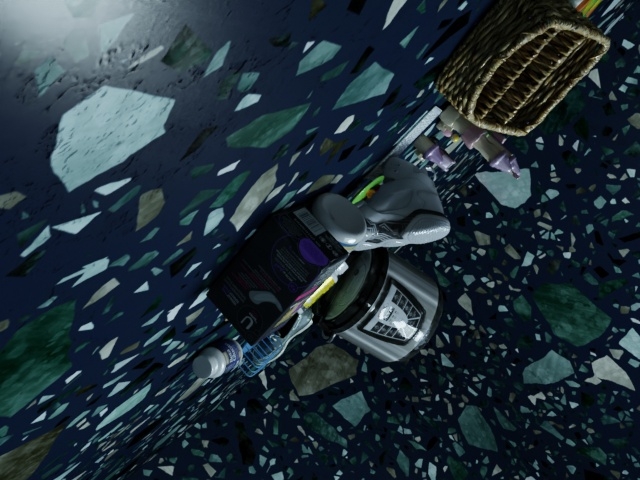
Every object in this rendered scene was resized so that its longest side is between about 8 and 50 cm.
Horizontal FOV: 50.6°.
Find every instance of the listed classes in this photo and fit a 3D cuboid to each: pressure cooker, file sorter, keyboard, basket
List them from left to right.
[{"bbox_3d":[-0.241,0.429,2.598,0.118,0.104,0.170,-31,166,-45],"label":"file sorter"},{"bbox_3d":[0.178,0.208,2.439,0.375,0.420,0.370,-39,-153,41],"label":"pressure cooker"},{"bbox_3d":[0.215,-0.250,1.758,0.256,0.014,0.072,-46,170,17],"label":"keyboard"},{"bbox_3d":[0.423,-0.371,1.446,0.213,0.223,0.299,-31,166,-48],"label":"basket"}]

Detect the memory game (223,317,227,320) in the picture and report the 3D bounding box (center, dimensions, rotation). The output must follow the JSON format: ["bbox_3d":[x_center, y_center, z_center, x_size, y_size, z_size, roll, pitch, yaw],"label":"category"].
[{"bbox_3d":[-0.199,0.163,1.905,0.186,0.012,0.186,-41,170,-8],"label":"memory game"}]

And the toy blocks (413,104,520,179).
[{"bbox_3d":[0.445,-0.259,1.856,0.309,0.260,0.288,-46,173,22],"label":"toy blocks"}]

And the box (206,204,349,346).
[{"bbox_3d":[-0.096,0.076,1.492,0.270,0.165,0.143,-47,170,28],"label":"box"}]

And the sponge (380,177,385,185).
[{"bbox_3d":[0.204,-0.100,2.047,0.031,0.117,0.210,-39,169,-23],"label":"sponge"}]

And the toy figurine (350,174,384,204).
[{"bbox_3d":[0.170,-0.070,1.920,0.130,0.159,0.173,-30,164,-51],"label":"toy figurine"}]

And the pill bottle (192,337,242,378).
[{"bbox_3d":[-0.315,0.363,2.060,0.094,0.094,0.169,-46,170,21],"label":"pill bottle"}]

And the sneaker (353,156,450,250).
[{"bbox_3d":[0.146,-0.094,1.775,0.365,0.210,0.137,-5,161,0],"label":"sneaker"}]

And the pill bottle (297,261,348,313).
[{"bbox_3d":[-0.024,0.116,2.070,0.208,0.119,0.119,-41,170,-6],"label":"pill bottle"}]

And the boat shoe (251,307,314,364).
[{"bbox_3d":[-0.168,0.370,2.709,0.319,0.116,0.099,-41,143,6],"label":"boat shoe"}]

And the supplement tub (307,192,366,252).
[{"bbox_3d":[0.000,0.000,1.600,0.200,0.144,0.144,-50,168,35],"label":"supplement tub"}]

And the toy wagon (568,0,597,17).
[{"bbox_3d":[0.657,-0.591,1.865,0.267,0.068,0.344,-36,168,-30],"label":"toy wagon"}]
